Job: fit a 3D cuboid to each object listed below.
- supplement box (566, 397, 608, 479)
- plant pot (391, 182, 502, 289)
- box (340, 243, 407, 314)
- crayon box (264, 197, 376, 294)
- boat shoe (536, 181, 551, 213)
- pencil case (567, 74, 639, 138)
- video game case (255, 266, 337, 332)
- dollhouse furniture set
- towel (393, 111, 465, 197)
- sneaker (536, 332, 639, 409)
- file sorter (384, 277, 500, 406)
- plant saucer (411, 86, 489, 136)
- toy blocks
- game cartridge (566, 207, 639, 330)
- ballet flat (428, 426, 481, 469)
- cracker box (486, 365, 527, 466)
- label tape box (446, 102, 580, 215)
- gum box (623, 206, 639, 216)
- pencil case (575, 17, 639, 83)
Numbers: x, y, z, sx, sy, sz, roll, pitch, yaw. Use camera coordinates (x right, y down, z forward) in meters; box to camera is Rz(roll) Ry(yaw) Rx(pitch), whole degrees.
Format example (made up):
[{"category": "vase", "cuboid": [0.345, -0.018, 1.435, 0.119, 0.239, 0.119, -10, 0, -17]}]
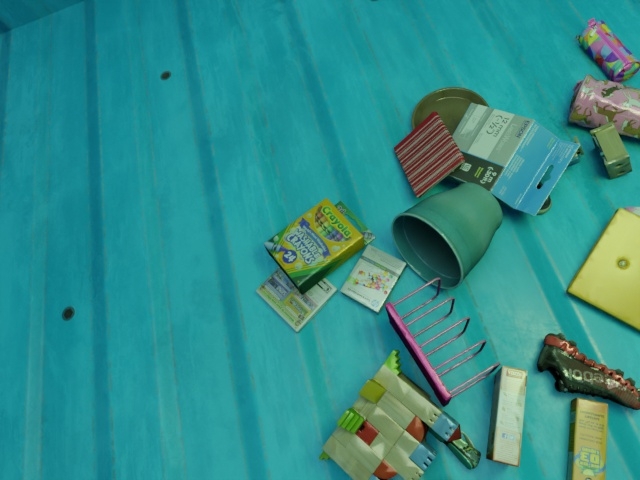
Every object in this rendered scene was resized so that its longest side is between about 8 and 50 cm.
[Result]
[{"category": "supplement box", "cuboid": [0.681, 0.530, 1.191, 0.077, 0.080, 0.234, 7, 71, 19]}, {"category": "plant pot", "cuboid": [0.401, -0.036, 1.414, 0.255, 0.272, 0.271, -37, 63, -19]}, {"category": "box", "cuboid": [0.172, 0.124, 1.515, 0.145, 0.038, 0.186, 28, 77, 23]}, {"category": "crayon box", "cuboid": [0.000, 0.000, 1.568, 0.322, 0.083, 0.203, -37, 63, -11]}, {"category": "boat shoe", "cuboid": [0.627, -0.202, 1.512, 0.102, 0.092, 0.285, -39, 64, -4]}, {"category": "pencil case", "cuboid": [0.995, -0.411, 1.478, 0.385, 0.160, 0.167, 20, 30, 21]}, {"category": "video game case", "cuboid": [-0.082, 0.168, 1.566, 0.212, 0.023, 0.193, 40, 81, 24]}, {"category": "dollhouse furniture set", "cuboid": [0.855, -0.256, 1.480, 0.183, 0.128, 0.130, -24, 61, 30]}, {"category": "towel", "cuboid": [0.358, -0.291, 1.567, 0.199, 0.031, 0.275, -41, 42, 29]}, {"category": "sneaker", "cuboid": [0.706, 0.372, 1.242, 0.276, 0.098, 0.135, 34, 78, 26]}, {"category": "file sorter", "cuboid": [0.340, 0.281, 1.314, 0.182, 0.202, 0.291, -31, 63, -2]}, {"category": "plant saucer", "cuboid": [0.468, -0.430, 1.680, 0.277, 0.041, 0.278, -5, 66, 11]}, {"category": "toy blocks", "cuboid": [0.196, 0.529, 1.253, 0.260, 0.190, 0.382, 37, 93, 23]}, {"category": "game cartridge", "cuboid": [0.913, 0.106, 1.296, 0.323, 0.052, 0.286, 32, 94, 21]}, {"category": "ballet flat", "cuboid": [0.359, 0.536, 1.284, 0.070, 0.070, 0.188, -43, 66, -7]}, {"category": "cracker box", "cuboid": [0.487, 0.460, 1.225, 0.067, 0.156, 0.233, 8, 70, 17]}, {"category": "label tape box", "cuboid": [0.561, -0.259, 1.448, 0.347, 0.115, 0.249, 36, 98, 46]}, {"category": "gum box", "cuboid": [0.983, -0.038, 1.369, 0.188, 0.062, 0.107, 1, 67, 15]}, {"category": "pencil case", "cuboid": [0.993, -0.654, 1.615, 0.104, 0.104, 0.237, -24, 64, 3]}]
